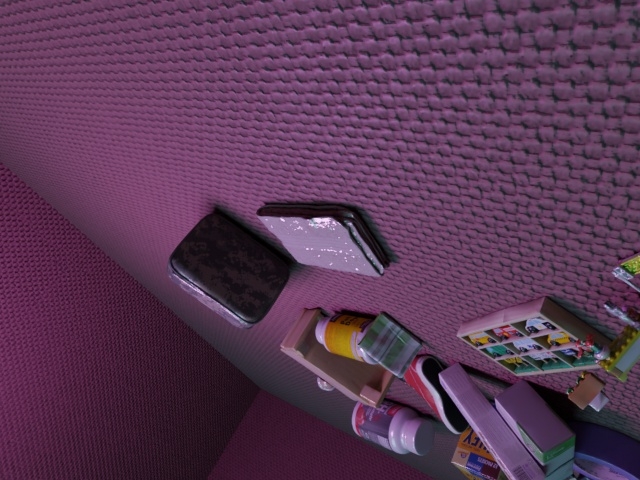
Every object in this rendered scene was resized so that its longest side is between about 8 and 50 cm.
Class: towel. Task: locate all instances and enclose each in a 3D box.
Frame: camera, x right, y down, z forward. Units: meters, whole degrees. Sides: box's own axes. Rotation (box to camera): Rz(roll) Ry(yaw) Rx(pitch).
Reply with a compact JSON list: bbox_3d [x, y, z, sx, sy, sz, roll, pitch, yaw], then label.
[{"bbox_3d":[0.184,0.272,1.196,0.152,0.113,0.023,39,168,-13],"label":"towel"},{"bbox_3d":[0.000,0.000,0.991,0.282,0.049,0.187,5,143,45],"label":"towel"}]

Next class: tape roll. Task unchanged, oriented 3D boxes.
[{"bbox_3d":[0.687,0.523,1.113,0.188,0.080,0.189,26,153,14],"label":"tape roll"}]

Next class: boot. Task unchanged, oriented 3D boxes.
[{"bbox_3d":[0.317,0.441,1.338,0.244,0.088,0.176,58,153,-1],"label":"boot"}]

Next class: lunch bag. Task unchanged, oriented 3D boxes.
[{"bbox_3d":[-0.265,0.098,1.279,0.305,0.213,0.256,36,154,-5],"label":"lunch bag"}]

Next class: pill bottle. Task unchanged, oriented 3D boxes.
[{"bbox_3d":[0.086,0.271,1.301,0.215,0.117,0.117,1,141,48],"label":"pill bottle"},{"bbox_3d":[0.294,0.751,1.862,0.318,0.176,0.176,-1,139,50],"label":"pill bottle"}]

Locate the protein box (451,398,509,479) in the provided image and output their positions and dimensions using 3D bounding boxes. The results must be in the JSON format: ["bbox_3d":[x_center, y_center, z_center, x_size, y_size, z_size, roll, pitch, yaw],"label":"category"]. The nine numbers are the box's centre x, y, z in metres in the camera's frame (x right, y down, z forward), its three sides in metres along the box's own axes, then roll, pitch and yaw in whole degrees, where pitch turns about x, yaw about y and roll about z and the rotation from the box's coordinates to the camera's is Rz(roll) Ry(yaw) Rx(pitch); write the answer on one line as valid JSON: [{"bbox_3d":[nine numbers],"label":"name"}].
[{"bbox_3d":[0.503,0.593,1.304,0.136,0.201,0.200,1,141,48],"label":"protein box"}]

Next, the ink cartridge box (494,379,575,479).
[{"bbox_3d":[0.508,0.465,1.094,0.160,0.092,0.219,54,170,51],"label":"ink cartridge box"}]

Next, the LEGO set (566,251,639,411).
[{"bbox_3d":[0.413,0.104,0.607,0.107,0.132,0.287,36,133,5],"label":"LEGO set"}]

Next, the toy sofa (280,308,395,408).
[{"bbox_3d":[0.055,0.382,1.501,0.362,0.150,0.177,37,159,-11],"label":"toy sofa"}]

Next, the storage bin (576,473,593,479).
[{"bbox_3d":[0.784,0.687,1.294,0.091,0.098,0.135,30,157,29],"label":"storage bin"}]

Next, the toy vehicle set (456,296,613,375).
[{"bbox_3d":[0.406,0.196,0.893,0.166,0.035,0.267,33,155,-2],"label":"toy vehicle set"}]

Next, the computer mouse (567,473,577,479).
[{"bbox_3d":[0.734,0.722,1.450,0.262,0.060,0.184,52,155,-14],"label":"computer mouse"}]

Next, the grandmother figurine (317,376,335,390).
[{"bbox_3d":[0.031,0.543,1.886,0.207,0.104,0.342,34,154,18],"label":"grandmother figurine"}]

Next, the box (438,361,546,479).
[{"bbox_3d":[0.406,0.448,1.116,0.324,0.067,0.063,55,172,45],"label":"box"}]
